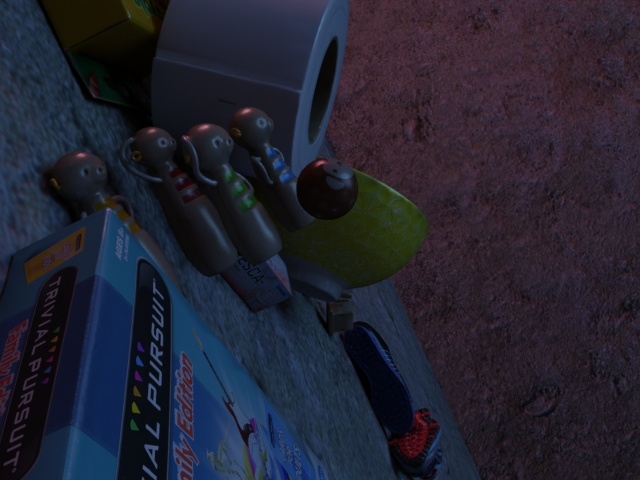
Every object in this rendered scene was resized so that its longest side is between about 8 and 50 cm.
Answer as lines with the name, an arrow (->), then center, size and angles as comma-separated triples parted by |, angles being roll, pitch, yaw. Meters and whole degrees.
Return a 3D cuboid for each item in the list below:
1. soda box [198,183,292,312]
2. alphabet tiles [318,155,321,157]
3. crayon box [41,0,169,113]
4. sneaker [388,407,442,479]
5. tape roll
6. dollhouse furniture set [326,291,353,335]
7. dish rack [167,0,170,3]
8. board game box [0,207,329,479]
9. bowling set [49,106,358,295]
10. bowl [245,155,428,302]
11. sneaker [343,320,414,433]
soda box -> -0.101, 0.009, 0.886 | 0.063, 0.058, 0.183 | -106, 168, -45
alphabet tiles -> -0.086, -0.179, 1.158 | 0.342, 0.011, 0.285 | 39, -3, 23
crayon box -> -0.250, -0.304, 0.798 | 0.202, 0.081, 0.318 | -39, 105, -82
sneaker -> 0.210, 0.422, 1.441 | 0.262, 0.104, 0.125 | -12, 79, -81
tape roll -> -0.076, -0.199, 0.871 | 0.246, 0.169, 0.246 | 15, 90, -84
dollhouse furniture set -> -0.003, 0.058, 1.343 | 0.182, 0.101, 0.160 | -103, -170, -56
dish rack -> -0.246, -0.446, 0.983 | 0.332, 0.072, 0.285 | 64, -17, 5
board game box -> -0.079, 0.181, 0.465 | 0.336, 0.079, 0.253 | 59, 10, -36
bowling set -> -0.075, -0.064, 0.657 | 0.154, 0.200, 0.287 | 61, 19, -8
bowl -> 0.000, 0.000, 1.085 | 0.156, 0.290, 0.289 | -67, 155, -12
sneaker -> 0.124, 0.264, 1.432 | 0.232, 0.081, 0.090 | 64, 16, 4
